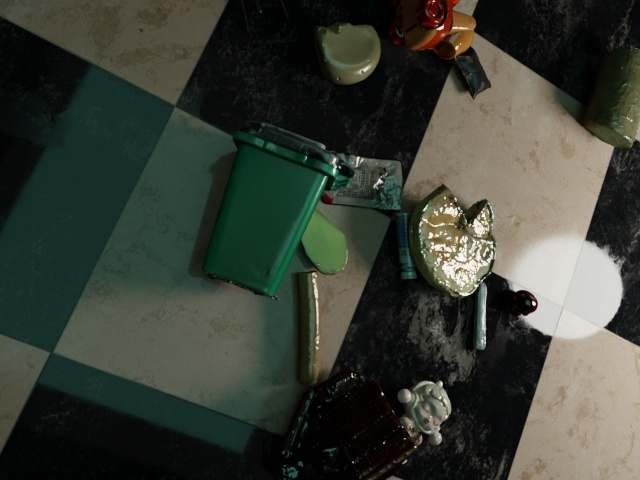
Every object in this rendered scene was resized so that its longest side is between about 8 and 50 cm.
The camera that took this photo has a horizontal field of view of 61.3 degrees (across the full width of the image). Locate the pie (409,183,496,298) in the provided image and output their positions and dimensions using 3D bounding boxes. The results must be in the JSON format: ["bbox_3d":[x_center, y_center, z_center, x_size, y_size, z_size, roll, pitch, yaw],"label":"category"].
[{"bbox_3d":[0.386,0.006,1.560,0.338,0.075,0.337,-2,93,-29],"label":"pie"}]

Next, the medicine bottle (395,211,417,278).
[{"bbox_3d":[0.246,0.014,1.547,0.051,0.051,0.191,-3,87,-19],"label":"medicine bottle"}]

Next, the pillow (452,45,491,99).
[{"bbox_3d":[0.463,-0.514,1.657,0.090,0.048,0.150,-33,102,-9],"label":"pillow"}]

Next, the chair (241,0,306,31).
[{"bbox_3d":[-0.157,-0.733,1.404,0.170,0.160,0.325,-20,97,-20],"label":"chair"}]

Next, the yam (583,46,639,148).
[{"bbox_3d":[0.968,-0.457,1.766,0.168,0.168,0.304,22,81,-17],"label":"yam"}]

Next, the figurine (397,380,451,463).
[{"bbox_3d":[0.265,0.491,1.489,0.257,0.144,0.182,-33,77,-16],"label":"figurine"}]

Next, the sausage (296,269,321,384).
[{"bbox_3d":[-0.030,0.230,1.434,0.066,0.066,0.301,0,88,-19],"label":"sausage"}]

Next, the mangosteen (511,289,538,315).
[{"bbox_3d":[0.620,0.191,1.653,0.081,0.081,0.080,1,86,-19],"label":"mangosteen"}]

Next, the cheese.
[{"bbox_3d":[0.080,-0.525,1.504,0.203,0.091,0.175,-21,93,-21],"label":"cheese"}]

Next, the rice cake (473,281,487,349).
[{"bbox_3d":[0.481,0.223,1.625,0.033,0.033,0.207,5,84,-9],"label":"rice cake"}]

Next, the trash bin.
[{"bbox_3d":[-0.112,-0.060,1.315,0.295,0.259,0.381,21,87,-2],"label":"trash bin"}]

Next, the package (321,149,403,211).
[{"bbox_3d":[0.124,-0.167,1.527,0.239,0.030,0.154,6,86,-19],"label":"package"}]

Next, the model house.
[{"bbox_3d":[0.046,0.507,1.310,0.317,0.282,0.297,-23,102,-22],"label":"model house"}]

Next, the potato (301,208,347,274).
[{"bbox_3d":[0.000,0.000,1.464,0.119,0.054,0.198,-35,93,-12],"label":"potato"}]

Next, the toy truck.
[{"bbox_3d":[0.329,-0.660,1.554,0.239,0.189,0.264,-3,87,-29],"label":"toy truck"}]
